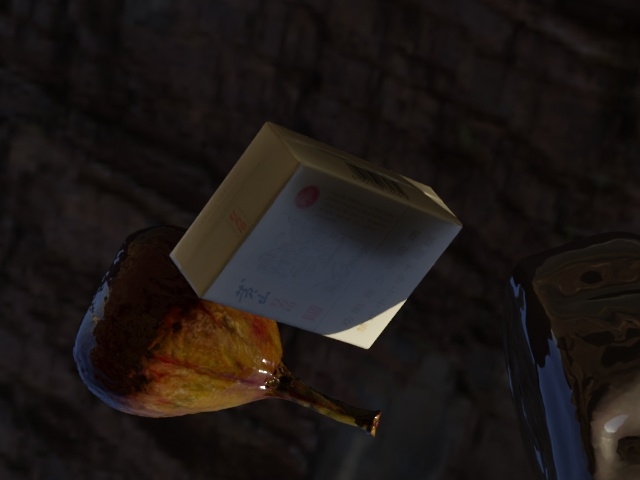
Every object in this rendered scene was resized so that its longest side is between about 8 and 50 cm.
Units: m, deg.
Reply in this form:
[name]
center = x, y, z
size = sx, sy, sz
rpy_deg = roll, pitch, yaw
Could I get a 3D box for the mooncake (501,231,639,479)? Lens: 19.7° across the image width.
[mooncake]
center = 0.215, 0.116, 1.384
size = 0.133, 0.244, 0.245
rpy_deg = -14, -151, -11

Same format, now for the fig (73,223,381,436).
[fig]
center = -0.083, 0.083, 1.721
size = 0.290, 0.190, 0.190
rpy_deg = 4, -157, 0

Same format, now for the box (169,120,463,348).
[box]
center = 0.000, 0.000, 1.445
size = 0.201, 0.141, 0.058
rpy_deg = 17, -154, -45
